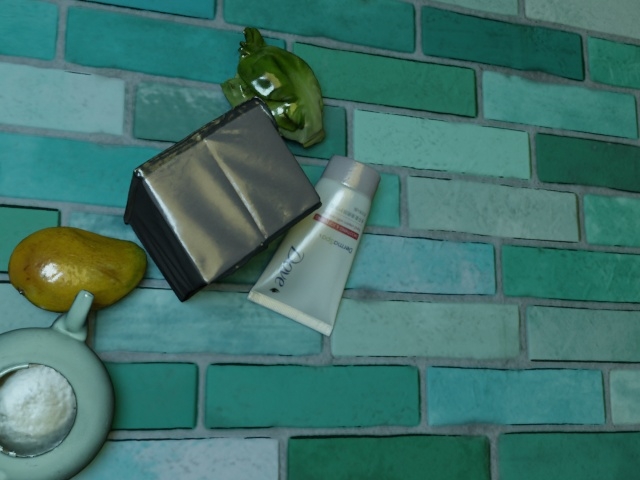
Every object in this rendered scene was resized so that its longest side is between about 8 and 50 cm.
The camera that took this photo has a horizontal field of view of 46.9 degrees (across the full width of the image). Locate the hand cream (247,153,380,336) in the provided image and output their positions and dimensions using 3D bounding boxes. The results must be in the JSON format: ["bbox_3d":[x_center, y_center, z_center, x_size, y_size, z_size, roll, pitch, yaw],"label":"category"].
[{"bbox_3d":[0.000,0.000,1.070,0.133,0.083,0.247,24,82,-11],"label":"hand cream"}]

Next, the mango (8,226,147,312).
[{"bbox_3d":[-0.311,0.041,0.946,0.165,0.089,0.115,16,65,-19],"label":"mango"}]

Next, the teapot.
[{"bbox_3d":[-0.344,0.200,0.876,0.193,0.129,0.294,27,72,-12],"label":"teapot"}]

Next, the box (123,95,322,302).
[{"bbox_3d":[-0.132,-0.039,0.932,0.188,0.252,0.153,-36,93,-23],"label":"box"}]

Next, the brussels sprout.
[{"bbox_3d":[-0.058,-0.222,1.084,0.181,0.100,0.139,41,49,4],"label":"brussels sprout"}]
